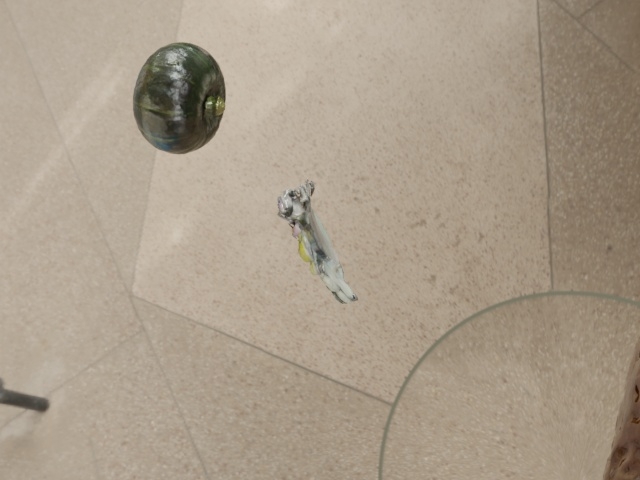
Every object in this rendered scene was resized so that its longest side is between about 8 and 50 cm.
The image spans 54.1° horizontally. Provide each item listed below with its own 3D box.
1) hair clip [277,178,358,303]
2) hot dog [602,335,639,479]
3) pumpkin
[{"bbox_3d":[0.000,0.000,0.792,0.049,0.172,0.116,-20,44,12],"label":"hair clip"},{"bbox_3d":[0.347,0.072,0.486,0.174,0.267,0.388,15,88,33],"label":"hot dog"},{"bbox_3d":[-0.209,-0.213,0.948,0.125,0.167,0.167,30,83,29],"label":"pumpkin"}]
